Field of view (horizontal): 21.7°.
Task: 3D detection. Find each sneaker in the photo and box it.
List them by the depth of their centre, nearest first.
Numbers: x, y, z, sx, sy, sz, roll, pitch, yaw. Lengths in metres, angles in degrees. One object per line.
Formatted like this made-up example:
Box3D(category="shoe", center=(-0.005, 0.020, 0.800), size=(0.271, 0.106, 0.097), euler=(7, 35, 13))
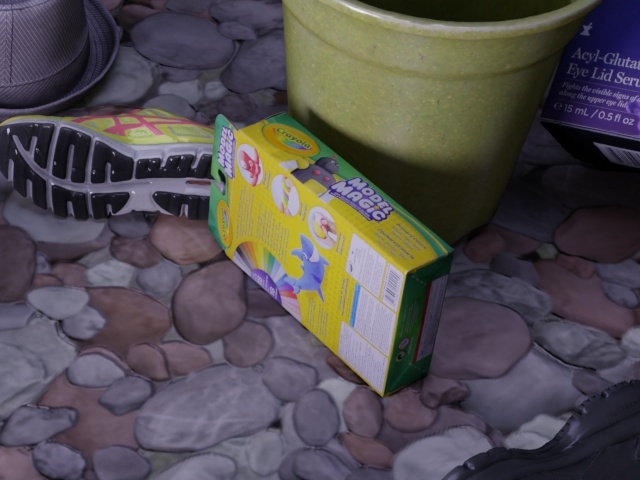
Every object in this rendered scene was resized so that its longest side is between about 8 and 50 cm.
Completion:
Box3D(category="sneaker", center=(0.154, 0.193, 1.074), size=(0.286, 0.109, 0.130), euler=(-26, 56, -30))
Box3D(category="sneaker", center=(-0.161, -0.070, 1.355), size=(0.208, 0.081, 0.094), euler=(9, 33, -8))

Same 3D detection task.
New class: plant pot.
Box3D(category="plant pot", center=(0.075, -0.141, 1.329), size=(0.276, 0.254, 0.276), euler=(5, 41, -4))

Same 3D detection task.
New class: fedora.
Box3D(category="fedora", center=(-0.293, -0.225, 1.462), size=(0.244, 0.124, 0.275), euler=(2, 40, -15))

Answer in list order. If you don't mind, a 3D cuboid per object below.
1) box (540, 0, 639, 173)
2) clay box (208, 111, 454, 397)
Box3D(category="box", center=(0.295, -0.160, 1.374), size=(0.153, 0.108, 0.207), euler=(14, 80, 32))
Box3D(category="clay box", center=(0.000, 0.000, 1.251), size=(0.053, 0.127, 0.222), euler=(-24, 50, -32))
